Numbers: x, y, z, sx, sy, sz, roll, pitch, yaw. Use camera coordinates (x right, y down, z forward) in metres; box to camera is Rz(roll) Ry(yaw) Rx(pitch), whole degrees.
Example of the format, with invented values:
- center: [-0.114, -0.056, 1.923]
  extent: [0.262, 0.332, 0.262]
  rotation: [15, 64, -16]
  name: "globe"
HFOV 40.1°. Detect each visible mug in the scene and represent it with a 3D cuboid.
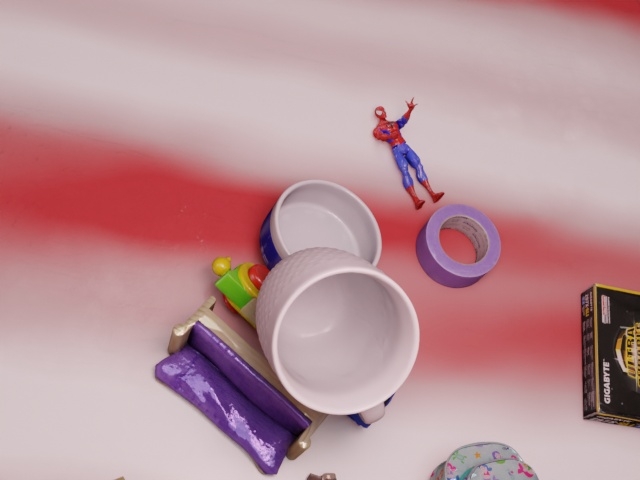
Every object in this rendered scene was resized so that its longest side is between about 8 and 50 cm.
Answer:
- center: [0.028, 0.191, 1.717]
  extent: [0.276, 0.328, 0.374]
  rotation: [-28, 107, -8]
  name: "mug"

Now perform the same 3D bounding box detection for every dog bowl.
- center: [0.000, 0.000, 1.975]
  extent: [0.265, 0.104, 0.265]
  rotation: [13, 57, -21]
  name: "dog bowl"

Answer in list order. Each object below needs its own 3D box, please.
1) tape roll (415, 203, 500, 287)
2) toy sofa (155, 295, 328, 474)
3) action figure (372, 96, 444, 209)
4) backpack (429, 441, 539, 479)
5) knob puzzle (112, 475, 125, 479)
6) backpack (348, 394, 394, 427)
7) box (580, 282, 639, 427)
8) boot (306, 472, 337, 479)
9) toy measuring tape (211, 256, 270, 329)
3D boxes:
- center: [0.329, 0.013, 2.097]
  extent: [0.189, 0.080, 0.189]
  rotation: [5, 67, -12]
  name: "tape roll"
- center: [-0.163, 0.305, 1.810]
  extent: [0.362, 0.150, 0.177]
  rotation: [41, 63, 5]
  name: "toy sofa"
- center: [0.215, -0.231, 2.147]
  extent: [0.091, 0.139, 0.280]
  rotation: [-22, 72, -23]
  name: "action figure"
- center: [0.350, 0.544, 1.811]
  extent: [0.225, 0.191, 0.253]
  rotation: [-3, 52, -19]
  name: "backpack"
- center: [-0.426, 0.579, 1.688]
  extent: [0.213, 0.030, 0.213]
  rotation: [11, 63, -22]
  name: "knob puzzle"
- center: [0.099, 0.330, 1.891]
  extent: [0.098, 0.101, 0.120]
  rotation: [41, 60, 3]
  name: "backpack"
- center: [0.756, 0.283, 2.089]
  extent: [0.257, 0.079, 0.322]
  rotation: [12, 65, -10]
  name: "box"
- center: [0.024, 0.528, 1.821]
  extent: [0.118, 0.042, 0.087]
  rotation: [10, 63, -10]
  name: "boot"
- center: [-0.111, 0.150, 1.929]
  extent: [0.330, 0.121, 0.121]
  rotation: [44, 63, -11]
  name: "toy measuring tape"
